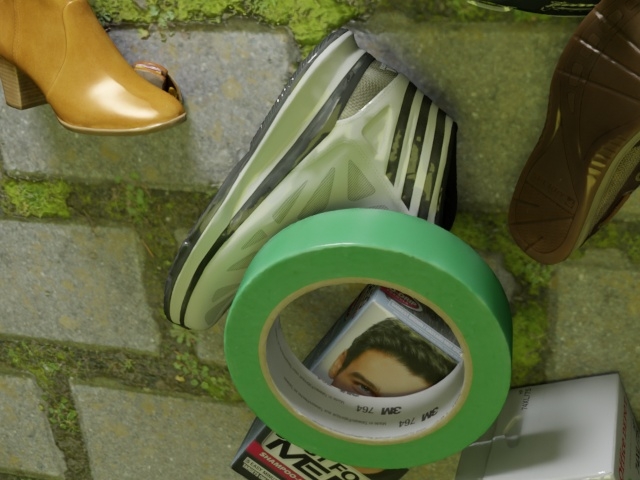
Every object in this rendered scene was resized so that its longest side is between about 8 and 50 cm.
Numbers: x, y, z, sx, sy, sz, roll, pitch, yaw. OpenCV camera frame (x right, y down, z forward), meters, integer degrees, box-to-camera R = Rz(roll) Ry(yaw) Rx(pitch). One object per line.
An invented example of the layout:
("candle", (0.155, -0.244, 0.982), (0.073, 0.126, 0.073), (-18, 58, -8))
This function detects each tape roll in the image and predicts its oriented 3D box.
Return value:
("tape roll", (0.054, 0.119, 1.060), (0.321, 0.077, 0.321), (5, 123, 8))

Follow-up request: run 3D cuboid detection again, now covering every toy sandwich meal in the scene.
("toy sandwich meal", (-0.211, -0.181, 1.169), (0.085, 0.029, 0.085), (9, 120, 15))

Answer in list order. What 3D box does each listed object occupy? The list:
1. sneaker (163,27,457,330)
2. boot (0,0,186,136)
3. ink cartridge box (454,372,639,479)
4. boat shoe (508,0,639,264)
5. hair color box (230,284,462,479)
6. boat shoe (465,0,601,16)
("sneaker", (0.000, 0.000, 1.113), (0.257, 0.169, 0.447), (36, 121, 0))
("boot", (-0.286, -0.245, 1.095), (0.295, 0.104, 0.211), (15, 119, 29))
("ink cartridge box", (0.313, 0.342, 1.176), (0.197, 0.198, 0.270), (-15, 112, 27))
("boat shoe", (0.313, -0.125, 0.974), (0.123, 0.123, 0.342), (45, 134, 35))
("hair color box", (0.055, 0.221, 1.250), (0.185, 0.113, 0.374), (36, 123, -3))
("boat shoe", (0.187, -0.279, 0.937), (0.302, 0.091, 0.114), (12, 120, 13))
